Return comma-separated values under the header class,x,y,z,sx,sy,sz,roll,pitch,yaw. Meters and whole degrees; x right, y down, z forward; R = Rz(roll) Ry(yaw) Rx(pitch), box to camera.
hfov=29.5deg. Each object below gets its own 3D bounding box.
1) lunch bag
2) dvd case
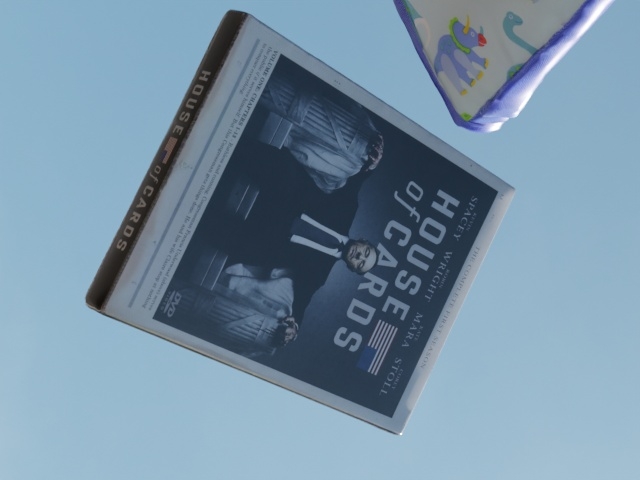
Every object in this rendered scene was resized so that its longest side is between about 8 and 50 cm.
class,x,y,z,sx,sy,sz,roll,pitch,yaw
lunch bag,0.079,-0.135,0.469,0.129,0.096,0.151,127,-37,-59
dvd case,0.000,0.000,0.718,0.029,0.238,0.179,22,-94,53
